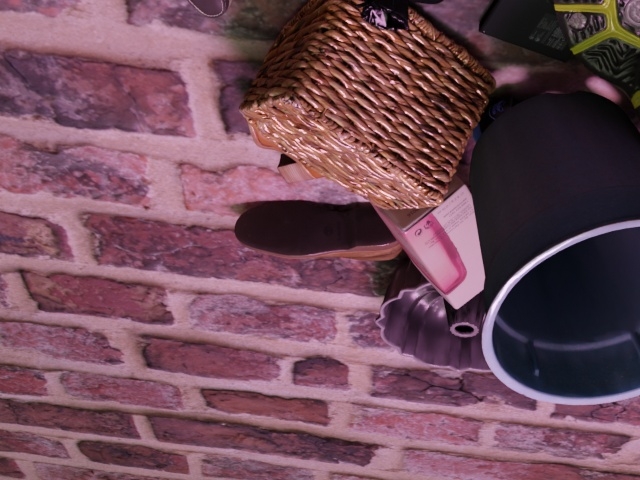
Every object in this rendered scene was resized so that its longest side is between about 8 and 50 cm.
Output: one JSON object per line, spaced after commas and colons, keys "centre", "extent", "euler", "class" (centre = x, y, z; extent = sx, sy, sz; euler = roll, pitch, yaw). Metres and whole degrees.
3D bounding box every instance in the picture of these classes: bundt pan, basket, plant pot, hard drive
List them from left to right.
{"centre": [0.063, -0.207, 1.448], "extent": [0.299, 0.223, 0.213], "euler": [31, 166, -24], "class": "basket"}
{"centre": [0.273, 0.117, 1.871], "extent": [0.331, 0.124, 0.331], "euler": [7, 145, 5], "class": "bundt pan"}
{"centre": [0.296, -0.298, 1.359], "extent": [0.135, 0.022, 0.094], "euler": [17, 145, -11], "class": "hard drive"}
{"centre": [0.359, -0.012, 1.372], "extent": [0.341, 0.334, 0.341], "euler": [-3, 133, -3], "class": "plant pot"}

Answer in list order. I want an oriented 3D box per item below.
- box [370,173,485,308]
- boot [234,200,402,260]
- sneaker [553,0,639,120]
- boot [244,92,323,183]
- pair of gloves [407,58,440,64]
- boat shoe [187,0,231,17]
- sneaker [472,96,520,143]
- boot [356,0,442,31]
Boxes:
{"centre": [0.191, -0.023, 1.634], "extent": [0.127, 0.148, 0.232], "euler": [-39, 133, 0], "class": "box"}
{"centre": [0.000, 0.000, 1.792], "extent": [0.305, 0.112, 0.115], "euler": [2, 155, 6], "class": "boot"}
{"centre": [0.424, -0.265, 1.291], "extent": [0.145, 0.147, 0.385], "euler": [-19, 118, 39], "class": "sneaker"}
{"centre": [-0.021, -0.180, 1.574], "extent": [0.152, 0.073, 0.197], "euler": [-17, 137, 21], "class": "boot"}
{"centre": [0.155, -0.266, 1.449], "extent": [0.083, 0.010, 0.074], "euler": [3, 145, 8], "class": "pair of gloves"}
{"centre": [-0.187, -0.371, 1.321], "extent": [0.080, 0.073, 0.223], "euler": [-5, 143, 20], "class": "boat shoe"}
{"centre": [0.345, -0.141, 1.522], "extent": [0.232, 0.081, 0.090], "euler": [23, 148, -19], "class": "sneaker"}
{"centre": [0.110, -0.315, 1.310], "extent": [0.121, 0.099, 0.045], "euler": [19, 146, -14], "class": "boot"}
